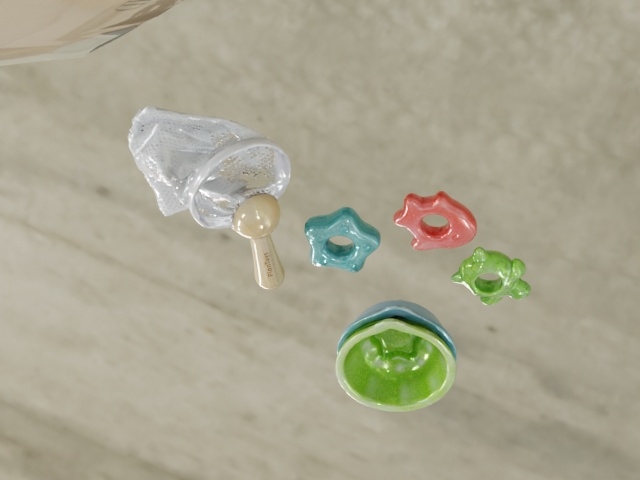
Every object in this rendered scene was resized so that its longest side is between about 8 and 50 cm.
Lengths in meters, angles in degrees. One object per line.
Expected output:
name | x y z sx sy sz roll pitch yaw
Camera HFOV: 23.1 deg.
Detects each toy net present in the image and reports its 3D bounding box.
toy net | 0.000 0.000 0.837 0.232 0.045 0.122 36 127 -23

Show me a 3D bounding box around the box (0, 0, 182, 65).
box | -0.170 -0.097 0.332 0.311 0.121 0.148 -12 177 -34
